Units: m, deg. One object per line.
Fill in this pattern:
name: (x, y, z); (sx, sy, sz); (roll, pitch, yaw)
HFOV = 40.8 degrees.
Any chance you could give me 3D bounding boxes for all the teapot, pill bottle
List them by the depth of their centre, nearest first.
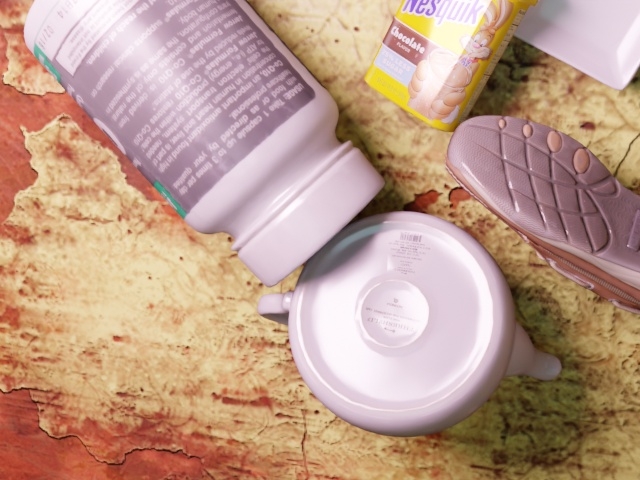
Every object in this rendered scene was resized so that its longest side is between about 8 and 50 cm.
pill bottle: (-0.113, -0.138, 0.902); (0.204, 0.204, 0.361); (-41, 93, 20)
teapot: (0.089, 0.099, 0.944); (0.252, 0.187, 0.256); (-34, 69, 1)

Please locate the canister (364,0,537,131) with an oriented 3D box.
canister: (0.131, -0.211, 0.881); (0.126, 0.073, 0.170); (38, 115, 25)

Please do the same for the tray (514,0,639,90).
tray: (0.309, -0.300, 0.851); (0.145, 0.030, 0.270); (30, 110, 4)

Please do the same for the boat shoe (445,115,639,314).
boat shoe: (0.263, -0.010, 0.892); (0.324, 0.123, 0.116); (32, 154, -2)

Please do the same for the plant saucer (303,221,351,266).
plant saucer: (0.000, 0.000, 1.016); (0.083, 0.015, 0.083); (4, 107, 12)
